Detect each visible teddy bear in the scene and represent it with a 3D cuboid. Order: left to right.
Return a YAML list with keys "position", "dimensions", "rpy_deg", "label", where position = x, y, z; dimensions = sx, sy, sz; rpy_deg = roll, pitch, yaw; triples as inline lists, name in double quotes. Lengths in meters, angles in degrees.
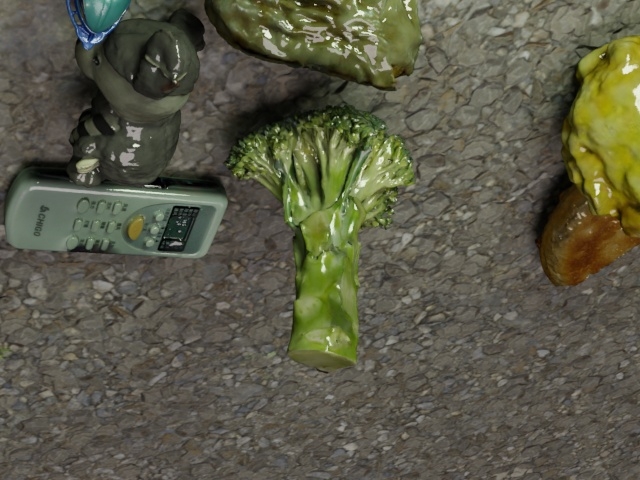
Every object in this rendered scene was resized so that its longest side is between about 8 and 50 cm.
- position: [-0.214, -0.193, 1.271]
  dimensions: [0.144, 0.171, 0.251]
  rpy_deg: [27, 133, -2]
  label: "teddy bear"

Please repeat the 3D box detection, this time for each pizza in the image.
- position: [0.470, -0.044, 1.750]
  dimensions: [0.226, 0.086, 0.336]
  rpy_deg: [-7, 142, -20]
  label: "pizza"

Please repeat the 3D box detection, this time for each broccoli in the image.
- position: [-0.007, -0.014, 1.398]
  dimensions: [0.221, 0.361, 0.252]
  rpy_deg: [-13, 126, 24]
  label: "broccoli"

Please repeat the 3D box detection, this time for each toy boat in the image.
- position: [-0.241, -0.294, 1.179]
  dimensions: [0.091, 0.110, 0.175]
  rpy_deg: [9, 92, -31]
  label: "toy boat"

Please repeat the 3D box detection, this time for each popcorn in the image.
- position: [0.462, -0.147, 1.501]
  dimensions: [0.252, 0.215, 0.286]
  rpy_deg: [-23, 106, -2]
  label: "popcorn"

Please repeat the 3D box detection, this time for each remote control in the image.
- position: [-0.282, -0.037, 1.493]
  dimensions: [0.296, 0.056, 0.140]
  rpy_deg: [4, 135, -26]
  label: "remote control"

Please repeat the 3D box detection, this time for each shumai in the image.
- position: [0.005, -0.298, 1.231]
  dimensions: [0.255, 0.189, 0.218]
  rpy_deg: [12, 117, -10]
  label: "shumai"
